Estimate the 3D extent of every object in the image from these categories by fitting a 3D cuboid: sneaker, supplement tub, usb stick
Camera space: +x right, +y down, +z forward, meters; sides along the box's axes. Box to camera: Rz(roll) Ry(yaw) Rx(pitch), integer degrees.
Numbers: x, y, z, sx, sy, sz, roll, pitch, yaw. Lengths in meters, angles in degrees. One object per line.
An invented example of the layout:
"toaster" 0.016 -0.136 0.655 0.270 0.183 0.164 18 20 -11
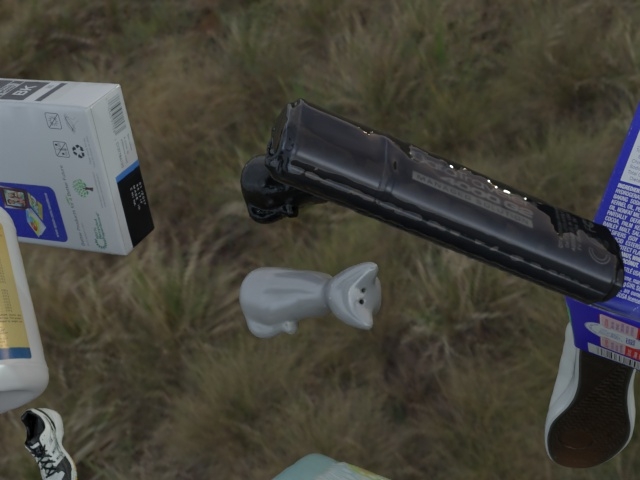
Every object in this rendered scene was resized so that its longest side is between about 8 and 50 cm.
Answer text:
"sneaker" 0.353 0.171 1.436 0.106 0.290 0.123 10 43 5
"supplement tub" -0.322 0.050 0.961 0.144 0.144 0.199 -20 75 12
"usb stick" 0.092 -0.026 0.812 0.077 0.278 0.045 -85 20 -49
"sneaker" -0.229 0.177 0.938 0.032 0.037 0.083 -34 60 13

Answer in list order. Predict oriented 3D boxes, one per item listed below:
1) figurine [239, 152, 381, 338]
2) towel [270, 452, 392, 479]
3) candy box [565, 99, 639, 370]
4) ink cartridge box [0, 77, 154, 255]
"figurine" 0.000 0.000 1.236 0.209 0.092 0.214 -7 81 54
"towel" 0.084 0.274 0.821 0.321 0.374 0.090 23 96 13
"candy box" 0.330 -0.051 1.017 0.122 0.268 0.317 21 82 18
"ink cartridge box" -0.336 -0.082 1.158 0.333 0.165 0.065 6 34 24
